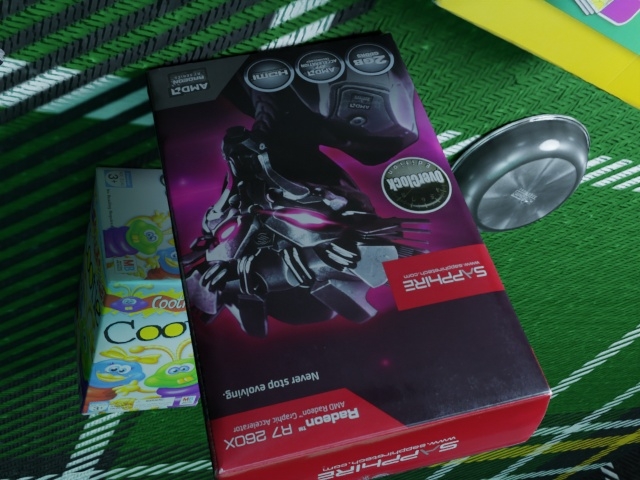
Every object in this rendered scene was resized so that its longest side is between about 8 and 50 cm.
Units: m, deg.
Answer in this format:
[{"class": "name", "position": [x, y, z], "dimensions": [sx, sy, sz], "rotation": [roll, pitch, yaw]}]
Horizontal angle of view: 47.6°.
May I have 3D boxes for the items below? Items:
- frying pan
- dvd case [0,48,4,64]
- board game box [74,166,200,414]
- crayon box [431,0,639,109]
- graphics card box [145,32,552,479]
[{"class": "frying pan", "position": [0.189, -0.044, 0.910], "dimensions": [0.326, 0.053, 0.197], "rotation": [-28, 144, 11]}, {"class": "dvd case", "position": [-0.383, -0.120, 0.556], "dimensions": [0.221, 0.018, 0.164], "rotation": [-32, 145, 20]}, {"class": "board game box", "position": [-0.186, 0.064, 0.802], "dimensions": [0.142, 0.144, 0.275], "rotation": [0, 142, -24]}, {"class": "crayon box", "position": [0.281, -0.288, 0.522], "dimensions": [0.313, 0.106, 0.363], "rotation": [11, 134, -37]}, {"class": "graphics card box", "position": [0.000, 0.000, 0.587], "dimensions": [0.232, 0.371, 0.094], "rotation": [-11, 147, -8]}]
